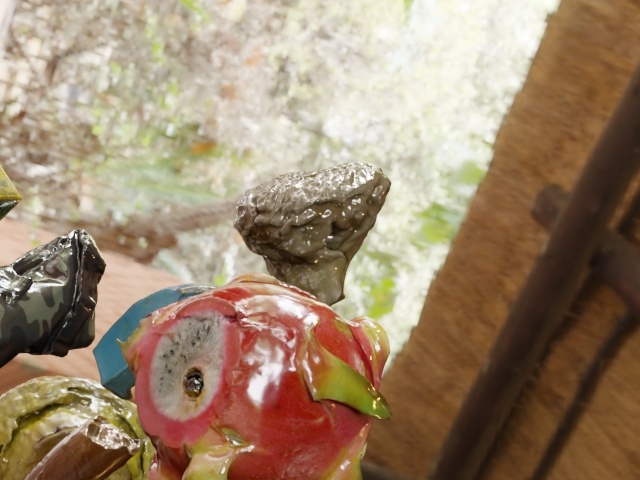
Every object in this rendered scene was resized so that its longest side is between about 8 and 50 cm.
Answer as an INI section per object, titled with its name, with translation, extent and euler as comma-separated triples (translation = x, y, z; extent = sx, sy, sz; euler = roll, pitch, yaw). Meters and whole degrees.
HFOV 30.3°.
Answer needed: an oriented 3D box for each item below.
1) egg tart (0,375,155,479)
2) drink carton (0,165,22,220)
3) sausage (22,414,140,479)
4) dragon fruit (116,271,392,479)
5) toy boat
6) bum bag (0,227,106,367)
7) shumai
[egg tart]
translation = -0.360, 0.331, 1.675
extent = 0.123, 0.294, 0.294
euler = 6, -102, 70
[drink carton]
translation = -0.385, -0.105, 1.206
extent = 0.074, 0.084, 0.200
euler = -42, -111, 26
[sausage]
translation = -0.339, 0.331, 1.494
extent = 0.302, 0.102, 0.076
euler = -50, -135, 25
[dragon fruit]
translation = -0.049, 0.141, 1.016
extent = 0.224, 0.227, 0.224
euler = -27, -132, 34
[toy boat]
translation = -0.180, 0.109, 1.364
extent = 0.185, 0.077, 0.075
euler = -43, -130, 20
[bum bag]
translation = -0.370, 0.092, 1.362
extent = 0.340, 0.095, 0.144
euler = -25, 111, -53
[shumai]
translation = 0.000, 0.000, 1.456
extent = 0.166, 0.205, 0.176
euler = 3, -69, 56
